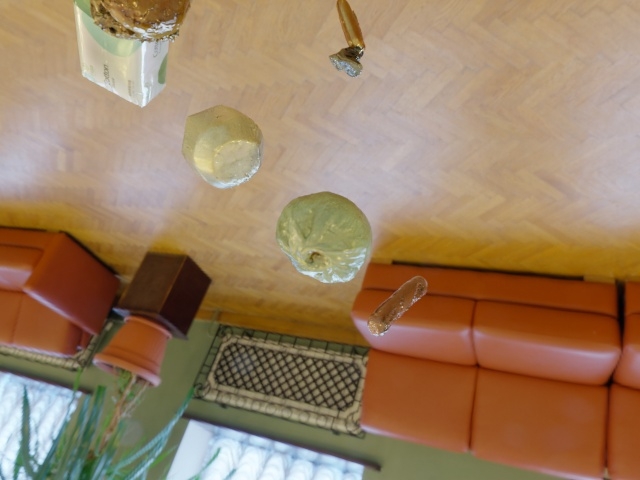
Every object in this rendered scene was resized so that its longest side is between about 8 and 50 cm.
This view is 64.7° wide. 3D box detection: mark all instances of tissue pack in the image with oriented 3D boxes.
[{"bbox_3d":[-0.667,-0.676,1.717,0.266,0.194,0.356,28,143,-1],"label":"tissue pack"}]

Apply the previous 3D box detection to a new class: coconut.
[{"bbox_3d":[-0.200,-0.195,1.031,0.162,0.161,0.161,49,172,39],"label":"coconut"}]

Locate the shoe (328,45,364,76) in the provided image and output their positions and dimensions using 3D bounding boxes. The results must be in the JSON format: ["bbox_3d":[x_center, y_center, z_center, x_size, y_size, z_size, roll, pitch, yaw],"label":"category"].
[{"bbox_3d":[0.104,-0.614,1.701,0.169,0.099,0.071,42,173,47],"label":"shoe"}]

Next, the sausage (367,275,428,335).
[{"bbox_3d":[0.123,0.095,0.775,0.036,0.158,0.042,49,133,10],"label":"sausage"}]

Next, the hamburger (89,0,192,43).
[{"bbox_3d":[-0.412,-0.557,1.138,0.245,0.261,0.211,47,162,-28],"label":"hamburger"}]

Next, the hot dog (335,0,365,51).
[{"bbox_3d":[0.105,-0.753,1.766,0.062,0.236,0.092,-19,166,9],"label":"hot dog"}]

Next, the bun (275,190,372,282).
[{"bbox_3d":[0.000,0.000,0.991,0.195,0.118,0.196,14,129,18],"label":"bun"}]
